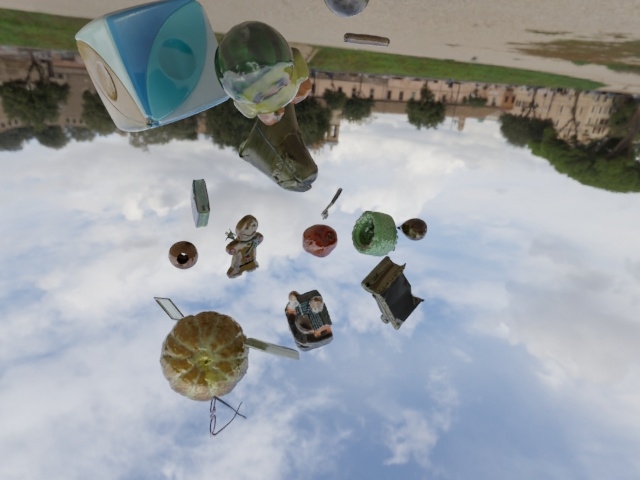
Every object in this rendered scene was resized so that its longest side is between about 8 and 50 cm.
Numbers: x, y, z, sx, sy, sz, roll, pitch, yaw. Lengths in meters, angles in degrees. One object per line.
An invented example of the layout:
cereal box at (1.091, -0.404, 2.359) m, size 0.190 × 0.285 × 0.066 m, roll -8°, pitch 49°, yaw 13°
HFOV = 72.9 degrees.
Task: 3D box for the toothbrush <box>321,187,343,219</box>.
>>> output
toothbrush at (0.047, -0.142, 1.608) m, size 0.024 × 0.026 × 0.288 m, roll -11°, pitch -158°, yaw 20°

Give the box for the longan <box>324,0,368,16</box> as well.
longan at (0.099, -0.965, 1.662) m, size 0.197 × 0.196 × 0.220 m, roll 9°, pitch 180°, yaw 8°

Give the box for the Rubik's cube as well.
Rubik's cube at (-0.555, -0.583, 1.461) m, size 0.351 × 0.347 × 0.352 m, roll -33°, pitch -152°, yaw -30°

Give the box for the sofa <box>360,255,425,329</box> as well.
sofa at (0.293, 0.224, 1.867) m, size 0.200 × 0.258 × 0.182 m, roll -44°, pitch -151°, yaw -22°

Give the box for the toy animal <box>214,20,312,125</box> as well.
toy animal at (-0.151, -0.427, 1.088) m, size 0.216 × 0.191 × 0.338 m, roll -34°, pitch 179°, yaw 11°

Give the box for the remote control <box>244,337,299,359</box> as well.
remote control at (-0.161, 0.383, 1.520) m, size 0.090 × 0.038 × 0.309 m, roll 12°, pitch 165°, yaw 25°

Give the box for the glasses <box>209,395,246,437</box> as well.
glasses at (-0.289, 0.545, 1.349) m, size 0.104 × 0.062 × 0.140 m, roll 13°, pitch -151°, yaw -23°

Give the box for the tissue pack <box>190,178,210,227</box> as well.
tissue pack at (-0.577, -0.175, 2.076) m, size 0.073 × 0.173 × 0.235 m, roll -8°, pitch 168°, yaw -21°

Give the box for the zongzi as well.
zongzi at (-0.100, -0.376, 1.507) m, size 0.323 × 0.360 × 0.160 m, roll 36°, pitch -161°, yaw 27°

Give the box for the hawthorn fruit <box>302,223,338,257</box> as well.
hawthorn fruit at (0.000, 0.000, 2.179) m, size 0.189 × 0.189 × 0.189 m, roll 5°, pitch -158°, yaw -2°

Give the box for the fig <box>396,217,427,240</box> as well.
fig at (0.418, -0.053, 2.008) m, size 0.155 × 0.103 × 0.109 m, roll 3°, pitch -165°, yaw 33°

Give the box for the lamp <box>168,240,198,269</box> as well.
lamp at (-0.633, 0.067, 2.003) m, size 0.136 × 0.136 × 0.136 m, roll 5°, pitch -158°, yaw -2°

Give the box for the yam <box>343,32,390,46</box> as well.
yam at (0.202, -0.879, 1.895) m, size 0.264 × 0.046 × 0.046 m, roll -14°, pitch -151°, yaw -37°

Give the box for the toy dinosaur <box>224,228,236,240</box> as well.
toy dinosaur at (-0.476, -0.022, 2.284) m, size 0.060 × 0.029 × 0.119 m, roll 43°, pitch -162°, yaw -16°

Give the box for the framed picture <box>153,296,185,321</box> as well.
framed picture at (-0.646, 0.300, 1.870) m, size 0.201 × 0.136 × 0.010 m, roll -6°, pitch -147°, yaw 52°

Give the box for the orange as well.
orange at (-0.427, 0.426, 1.614) m, size 0.329 × 0.329 × 0.249 m, roll 2°, pitch 166°, yaw -9°

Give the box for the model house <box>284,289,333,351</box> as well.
model house at (-0.061, 0.342, 2.036) m, size 0.190 × 0.301 × 0.271 m, roll -16°, pitch -119°, yaw -11°

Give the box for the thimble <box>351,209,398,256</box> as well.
thimble at (0.258, -0.033, 2.042) m, size 0.150 × 0.219 × 0.219 m, roll 9°, pitch -163°, yaw -33°

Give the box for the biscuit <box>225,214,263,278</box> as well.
biscuit at (-0.314, 0.030, 1.819) m, size 0.049 × 0.301 × 0.197 m, roll 29°, pitch -146°, yaw 26°
